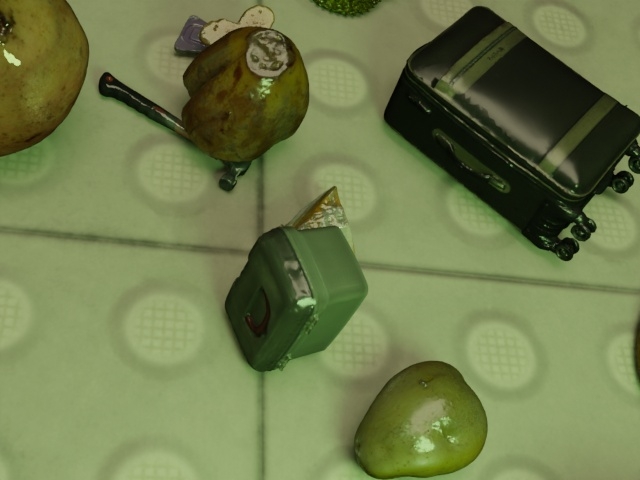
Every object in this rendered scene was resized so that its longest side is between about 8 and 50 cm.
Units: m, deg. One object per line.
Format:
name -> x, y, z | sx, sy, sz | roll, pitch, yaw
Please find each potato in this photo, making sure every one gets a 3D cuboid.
potato -> 0.132, 0.255, 1.317 | 0.194, 0.157, 0.157 | -28, 68, -15

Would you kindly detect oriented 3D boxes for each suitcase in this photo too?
suitcase -> 0.330, -0.196, 1.630 | 0.434, 0.194, 0.283 | 40, 56, 12

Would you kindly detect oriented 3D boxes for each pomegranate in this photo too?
pomegranate -> -0.495, -0.267, 1.364 | 0.322, 0.322, 0.322 | 8, 56, -12

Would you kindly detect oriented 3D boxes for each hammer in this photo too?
hammer -> -0.237, -0.189, 1.554 | 0.288, 0.033, 0.111 | 30, 55, 4

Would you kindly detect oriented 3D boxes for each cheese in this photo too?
cheese -> -0.151, -0.334, 1.668 | 0.191, 0.042, 0.105 | 21, 53, -2

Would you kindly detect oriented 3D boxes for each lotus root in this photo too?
lotus root -> -0.116, -0.243, 1.483 | 0.199, 0.180, 0.188 | -34, 83, -27

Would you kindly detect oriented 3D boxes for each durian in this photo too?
durian -> 0.054, -0.483, 1.809 | 0.215, 0.086, 0.100 | 15, 41, -4

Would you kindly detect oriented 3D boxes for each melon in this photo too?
melon -> 0.002, 0.004, 1.466 | 0.139, 0.093, 0.202 | 39, 60, 1

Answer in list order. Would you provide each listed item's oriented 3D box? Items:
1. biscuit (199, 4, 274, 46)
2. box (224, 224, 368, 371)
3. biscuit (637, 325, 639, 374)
biscuit -> -0.113, -0.274, 1.611 | 0.153, 0.030, 0.234 | -21, 83, -11
box -> -0.037, 0.080, 1.333 | 0.129, 0.210, 0.148 | -9, 61, -30
biscuit -> 0.659, 0.181, 1.561 | 0.287, 0.057, 0.343 | 28, 54, 3
